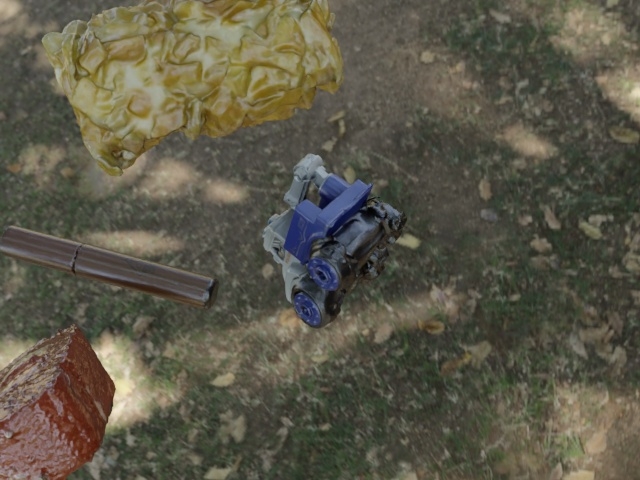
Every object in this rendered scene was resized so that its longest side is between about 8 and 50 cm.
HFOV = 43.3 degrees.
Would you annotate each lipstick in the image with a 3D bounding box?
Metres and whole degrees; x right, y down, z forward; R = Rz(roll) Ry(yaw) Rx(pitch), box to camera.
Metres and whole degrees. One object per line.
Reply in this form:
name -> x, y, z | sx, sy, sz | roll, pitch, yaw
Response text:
lipstick -> -0.338, 0.043, 1.292 | 0.356, 0.057, 0.057 | 14, 64, 8

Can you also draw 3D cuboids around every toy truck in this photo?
toy truck -> 0.000, 0.000, 1.163 | 0.177, 0.213, 0.161 | 38, 52, 13

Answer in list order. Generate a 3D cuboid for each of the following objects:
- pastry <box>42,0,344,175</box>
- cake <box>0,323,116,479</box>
pastry -> -0.095, -0.160, 0.678 | 0.249, 0.154, 0.102 | -22, 14, -7
cake -> -0.419, 0.253, 1.201 | 0.176, 0.151, 0.283 | -24, 21, 1
